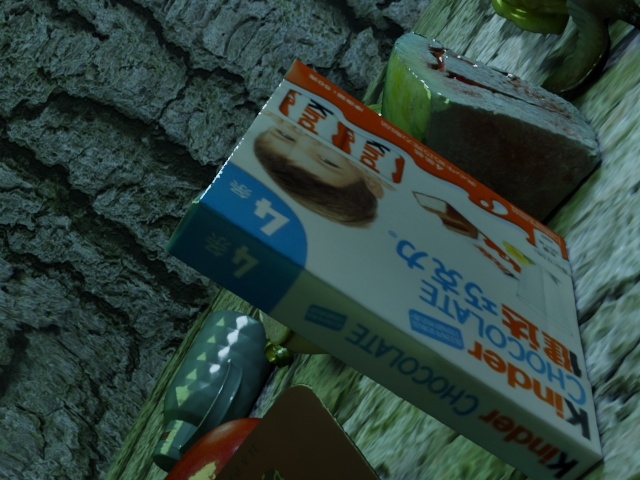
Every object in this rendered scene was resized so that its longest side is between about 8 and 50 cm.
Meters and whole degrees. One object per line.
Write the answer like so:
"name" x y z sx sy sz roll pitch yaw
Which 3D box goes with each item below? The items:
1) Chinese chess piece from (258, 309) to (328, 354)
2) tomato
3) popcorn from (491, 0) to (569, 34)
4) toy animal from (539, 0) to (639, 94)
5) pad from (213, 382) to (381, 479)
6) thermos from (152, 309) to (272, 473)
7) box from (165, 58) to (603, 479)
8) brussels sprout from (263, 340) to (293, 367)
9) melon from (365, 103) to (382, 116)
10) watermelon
"Chinese chess piece" -0.008 0.016 1.065 0.270 0.112 0.269 -176 90 -74
"tomato" -0.090 0.266 0.810 0.195 0.136 0.195 -50 1 1
"popcorn" 0.288 -0.354 0.955 0.235 0.181 0.217 -52 0 -17
"toy animal" 0.271 -0.237 0.791 0.272 0.160 0.197 -58 7 34
"pad" -0.048 0.264 0.656 0.267 0.004 0.181 -54 50 16
"thermos" -0.178 0.260 1.351 0.182 0.145 0.286 -42 18 49
"box" 0.059 0.002 0.549 0.048 0.273 0.265 -52 10 30
"brussels sprout" -0.064 0.187 1.338 0.051 0.046 0.083 -53 18 -10
"melon" 0.088 -0.176 1.533 0.192 0.139 0.139 -48 11 25
"watermelon" 0.166 -0.075 0.813 0.213 0.201 0.261 -78 -19 -66
